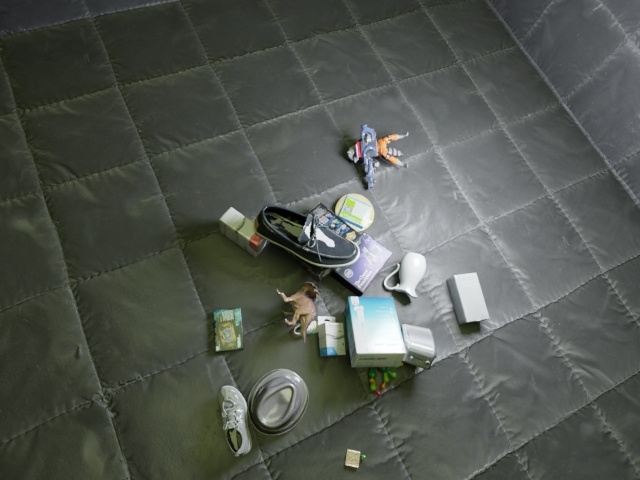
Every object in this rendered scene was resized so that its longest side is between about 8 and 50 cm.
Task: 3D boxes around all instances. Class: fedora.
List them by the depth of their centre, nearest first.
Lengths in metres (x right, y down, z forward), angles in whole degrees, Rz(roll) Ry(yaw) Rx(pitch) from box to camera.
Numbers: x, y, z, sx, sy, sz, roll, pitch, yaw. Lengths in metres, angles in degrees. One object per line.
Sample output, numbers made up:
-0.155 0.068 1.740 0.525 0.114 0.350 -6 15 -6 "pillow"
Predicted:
-0.175 0.677 1.696 0.275 0.124 0.244 -40 81 -19 "fedora"

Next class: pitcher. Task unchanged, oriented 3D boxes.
0.418 0.162 1.990 0.177 0.125 0.207 16 79 13 "pitcher"

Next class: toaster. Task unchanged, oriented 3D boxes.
0.433 0.471 1.840 0.146 0.129 0.227 15 27 -2 "toaster"

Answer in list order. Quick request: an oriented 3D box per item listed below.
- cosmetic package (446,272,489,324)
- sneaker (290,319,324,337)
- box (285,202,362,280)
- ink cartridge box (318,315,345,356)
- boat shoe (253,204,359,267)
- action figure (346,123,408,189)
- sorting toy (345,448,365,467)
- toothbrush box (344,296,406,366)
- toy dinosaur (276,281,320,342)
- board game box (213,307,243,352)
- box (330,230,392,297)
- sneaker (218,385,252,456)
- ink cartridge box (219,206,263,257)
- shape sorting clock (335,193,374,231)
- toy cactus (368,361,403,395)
0.725 0.287 1.993 0.127 0.107 0.238 -4 73 -10 "cosmetic package"
-0.056 0.400 1.843 0.161 0.075 0.057 -13 72 -13 "sneaker"
0.000 0.000 1.947 0.295 0.073 0.293 -43 65 -16 "box"
0.050 0.431 1.837 0.104 0.060 0.180 9 67 -34 "ink cartridge box"
-0.057 -0.020 1.796 0.500 0.156 0.187 23 58 -1 "boat shoe"
0.305 -0.447 2.200 0.330 0.178 0.341 2 97 -1 "action figure"
0.149 0.926 1.714 0.083 0.012 0.062 11 64 -1 "sorting toy"
0.234 0.404 1.803 0.216 0.126 0.296 1 44 -9 "toothbrush box"
-0.072 0.293 1.806 0.200 0.127 0.296 -16 51 -7 "toy dinosaur"
-0.413 0.400 1.814 0.126 0.026 0.186 -4 70 -10 "board game box"
0.200 0.116 1.976 0.184 0.103 0.261 36 69 8 "box"
-0.350 0.730 1.644 0.105 0.115 0.281 -23 75 -1 "sneaker"
-0.364 -0.036 1.911 0.218 0.158 0.092 33 64 4 "ink cartridge box"
0.177 -0.144 2.098 0.206 0.040 0.206 4 71 -11 "shape sorting clock"
0.262 0.567 1.827 0.180 0.112 0.219 32 77 14 "toy cactus"
